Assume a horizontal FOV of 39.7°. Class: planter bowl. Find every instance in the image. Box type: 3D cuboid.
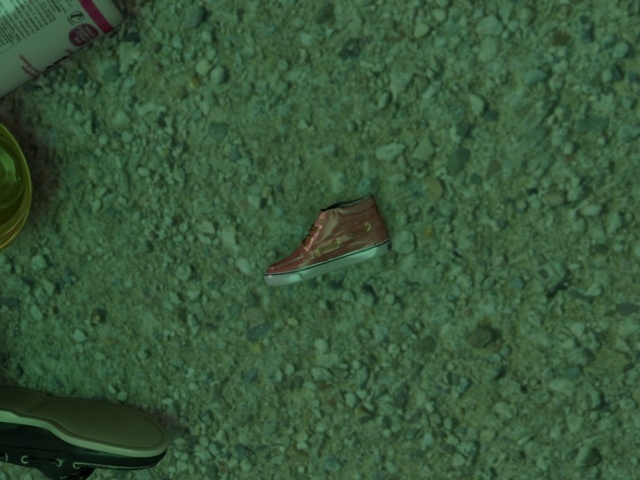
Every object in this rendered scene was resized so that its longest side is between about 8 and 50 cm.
[{"bbox_3d":[-0.480,-0.091,1.233,0.217,0.090,0.217,3,106,10],"label":"planter bowl"}]

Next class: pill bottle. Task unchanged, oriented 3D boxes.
[{"bbox_3d":[-0.404,-0.270,1.098,0.283,0.160,0.160,-31,97,1],"label":"pill bottle"}]

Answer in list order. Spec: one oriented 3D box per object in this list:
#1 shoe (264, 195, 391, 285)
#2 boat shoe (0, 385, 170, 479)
[{"bbox_3d":[0.000,0.000,1.177,0.177,0.063,0.081,-17,99,10],"label":"shoe"},{"bbox_3d":[-0.377,0.302,1.297,0.339,0.127,0.113,7,103,13],"label":"boat shoe"}]
